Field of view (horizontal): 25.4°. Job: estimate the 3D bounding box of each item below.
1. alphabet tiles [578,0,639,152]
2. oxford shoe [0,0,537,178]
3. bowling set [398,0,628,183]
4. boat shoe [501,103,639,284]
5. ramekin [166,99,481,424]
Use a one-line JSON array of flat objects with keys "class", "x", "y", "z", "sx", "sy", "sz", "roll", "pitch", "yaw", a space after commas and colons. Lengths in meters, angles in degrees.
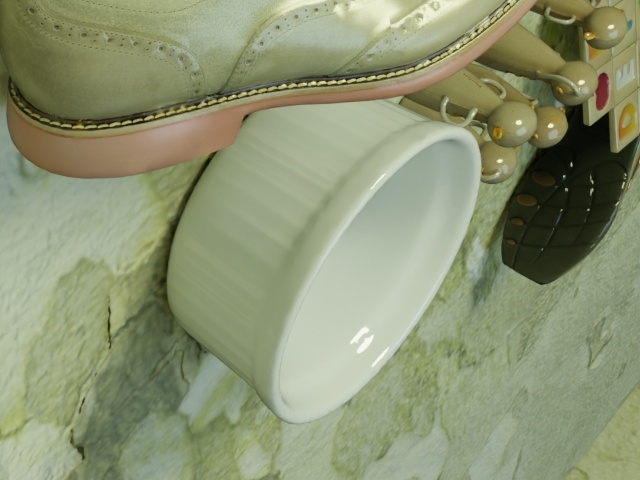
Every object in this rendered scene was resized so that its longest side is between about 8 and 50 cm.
[{"class": "alphabet tiles", "x": 0.379, "y": -0.271, "z": 1.605, "sx": 0.342, "sy": 0.011, "sz": 0.285, "roll": -35, "pitch": 127, "yaw": -42}, {"class": "oxford shoe", "x": -0.004, "y": -0.167, "z": 0.853, "sx": 0.397, "sy": 0.140, "sz": 0.146, "roll": -27, "pitch": 140, "yaw": -25}, {"class": "bowling set", "x": 0.172, "y": -0.119, "z": 1.336, "sx": 0.287, "sy": 0.154, "sz": 0.200, "roll": -37, "pitch": 150, "yaw": -39}, {"class": "boat shoe", "x": 0.340, "y": -0.091, "z": 1.760, "sx": 0.324, "sy": 0.122, "sz": 0.120, "roll": -59, "pitch": 163, "yaw": 5}, {"class": "ramekin", "x": 0.000, "y": 0.000, "z": 1.169, "sx": 0.277, "sy": 0.135, "sz": 0.277, "roll": -45, "pitch": 155, "yaw": -28}]
